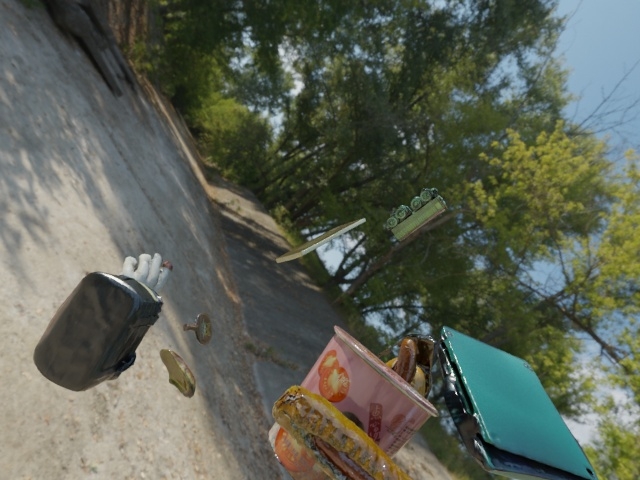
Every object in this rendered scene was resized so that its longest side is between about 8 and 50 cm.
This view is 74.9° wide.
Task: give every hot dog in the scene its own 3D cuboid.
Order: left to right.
[{"bbox_3d":[0.055,0.313,0.599,0.288,0.068,0.083,35,21,12],"label":"hot dog"},{"bbox_3d":[0.220,0.429,1.242,0.193,0.327,0.107,13,4,37],"label":"hot dog"}]

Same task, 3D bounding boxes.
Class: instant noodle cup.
[{"bbox_3d":[0.050,0.320,0.764,0.243,0.231,0.243,39,-4,4],"label":"instant noodle cup"}]

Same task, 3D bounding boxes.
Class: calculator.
[{"bbox_3d":[0.320,0.289,0.727,0.248,0.058,0.274,24,27,-18],"label":"calculator"}]

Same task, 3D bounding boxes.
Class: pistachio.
[{"bbox_3d":[-0.420,0.393,1.248,0.173,0.090,0.049,50,30,18],"label":"pistachio"}]

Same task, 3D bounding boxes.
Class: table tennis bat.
[{"bbox_3d":[-0.446,0.295,1.380,0.170,0.118,0.108,47,35,-71],"label":"table tennis bat"}]

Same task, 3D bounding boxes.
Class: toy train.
[{"bbox_3d":[0.222,-0.062,0.987,0.071,0.147,0.038,50,21,-6],"label":"toy train"}]

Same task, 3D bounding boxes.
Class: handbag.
[{"bbox_3d":[-0.490,0.196,0.938,0.181,0.255,0.181,28,-11,1],"label":"handbag"}]

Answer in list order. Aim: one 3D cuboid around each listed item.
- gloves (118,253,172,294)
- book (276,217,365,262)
[{"bbox_3d":[-0.531,0.128,1.209,0.131,0.218,0.140,33,-34,57],"label":"gloves"},{"bbox_3d":[0.000,0.000,1.579,0.216,0.310,0.021,-17,-80,59],"label":"book"}]
